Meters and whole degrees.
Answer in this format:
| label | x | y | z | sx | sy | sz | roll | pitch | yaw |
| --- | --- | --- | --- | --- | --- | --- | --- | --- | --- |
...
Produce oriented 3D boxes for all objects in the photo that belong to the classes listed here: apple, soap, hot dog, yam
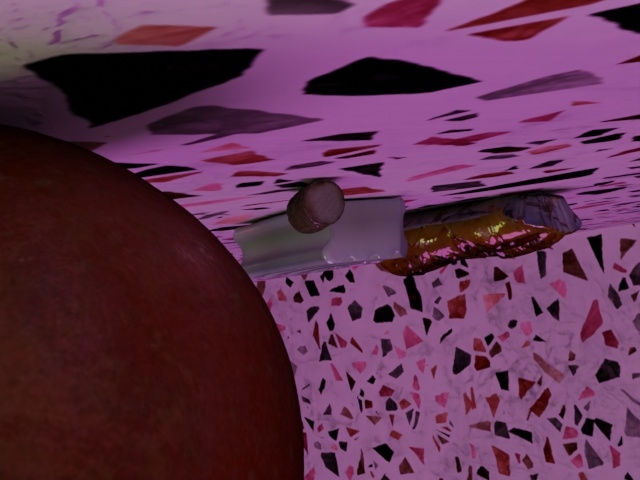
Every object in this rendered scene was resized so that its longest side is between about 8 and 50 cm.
| label | x | y | z | sx | sy | sz | roll | pitch | yaw |
| --- | --- | --- | --- | --- | --- | --- | --- | --- | --- |
| apple | -0.174 | 0.111 | 0.497 | 0.348 | 0.348 | 0.277 | -8 | 151 | 21 |
| soap | 0.000 | 0.000 | 1.188 | 0.119 | 0.066 | 0.198 | -6 | 177 | -32 |
| hot dog | 0.196 | -0.007 | 1.363 | 0.270 | 0.082 | 0.162 | -11 | 176 | 39 |
| yam | -0.005 | -0.028 | 0.932 | 0.043 | 0.043 | 0.094 | -6 | 176 | -14 |
